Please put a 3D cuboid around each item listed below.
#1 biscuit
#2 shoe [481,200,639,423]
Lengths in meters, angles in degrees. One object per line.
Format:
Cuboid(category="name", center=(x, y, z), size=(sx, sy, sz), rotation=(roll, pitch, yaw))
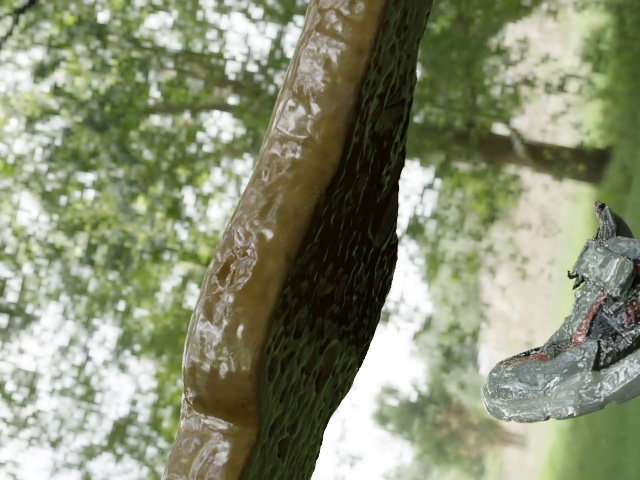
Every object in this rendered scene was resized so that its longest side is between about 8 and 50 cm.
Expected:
Cuboid(category="biscuit", center=(-0.004, -0.001, 0.553), size=(0.183, 0.047, 0.320), rotation=(-45, -28, -62))
Cuboid(category="shoe", center=(0.197, 0.037, 0.881), size=(0.125, 0.227, 0.099), rotation=(64, -167, 2))
